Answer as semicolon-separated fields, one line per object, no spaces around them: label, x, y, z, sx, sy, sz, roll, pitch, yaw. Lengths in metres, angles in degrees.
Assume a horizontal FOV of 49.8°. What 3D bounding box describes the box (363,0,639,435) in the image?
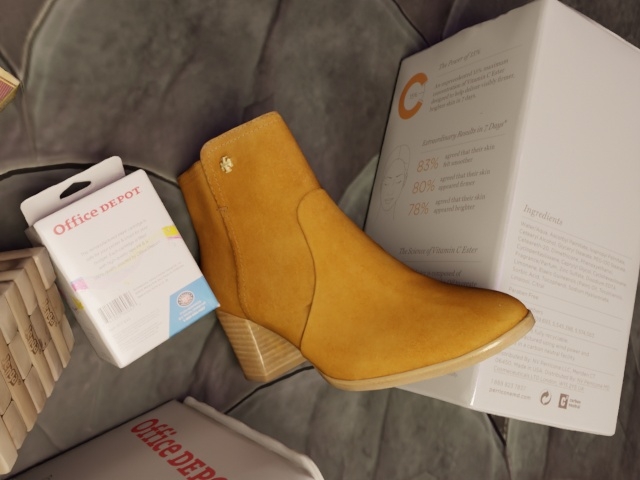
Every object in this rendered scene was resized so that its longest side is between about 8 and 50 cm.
box;0.167;-0.015;0.665;0.168;0.215;0.345;17;80;-27

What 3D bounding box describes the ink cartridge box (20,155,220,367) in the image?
ink cartridge box;-0.166;0.014;0.555;0.092;0.090;0.143;-32;102;-26

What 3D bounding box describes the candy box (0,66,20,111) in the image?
candy box;-0.324;-0.081;0.496;0.109;0.053;0.186;43;71;-20

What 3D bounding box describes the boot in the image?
boot;0.000;0.000;0.534;0.104;0.295;0.211;-24;98;-48

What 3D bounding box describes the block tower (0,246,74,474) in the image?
block tower;-0.233;0.115;0.376;0.097;0.335;0.091;-7;117;2

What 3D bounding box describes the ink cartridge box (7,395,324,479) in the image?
ink cartridge box;-0.191;0.269;0.423;0.385;0.279;0.160;-23;100;-27
